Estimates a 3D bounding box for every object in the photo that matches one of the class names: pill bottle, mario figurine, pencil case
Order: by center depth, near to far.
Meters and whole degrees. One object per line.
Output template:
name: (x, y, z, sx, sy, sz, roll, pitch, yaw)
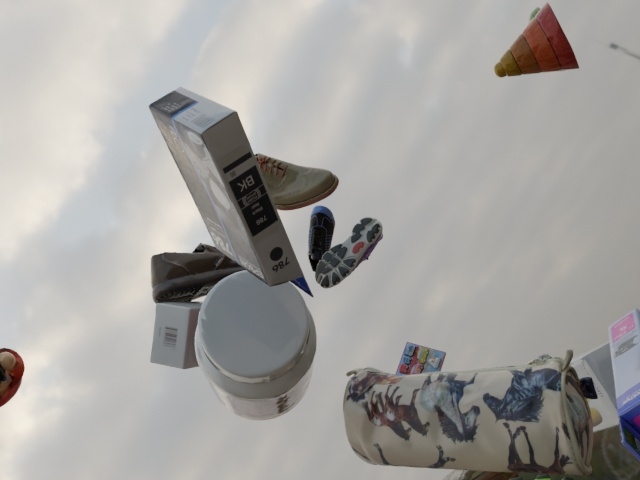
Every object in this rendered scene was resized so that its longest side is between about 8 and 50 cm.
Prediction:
pencil case: (0.226, 0.279, 1.198, 0.160, 0.410, 0.183, 23, -117, -54)
mario figurine: (-0.672, 0.241, 1.412, 0.320, 0.170, 0.198, 44, -130, -73)
pill bottle: (-0.120, 0.206, 1.415, 0.224, 0.224, 0.392, -47, -12, -18)

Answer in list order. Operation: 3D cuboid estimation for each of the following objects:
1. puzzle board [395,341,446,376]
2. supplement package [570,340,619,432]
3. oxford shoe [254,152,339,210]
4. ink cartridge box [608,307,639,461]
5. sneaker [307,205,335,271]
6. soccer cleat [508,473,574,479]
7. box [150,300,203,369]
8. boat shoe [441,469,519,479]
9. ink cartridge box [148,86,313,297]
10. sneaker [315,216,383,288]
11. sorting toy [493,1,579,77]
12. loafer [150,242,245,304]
puzzle board: (0.218, 0.297, 1.659, 0.128, 0.096, 0.011, -67, -29, -20)
supplement package: (0.529, 0.282, 1.416, 0.134, 0.139, 0.244, -23, -18, -19)
oxford shoe: (-0.125, -0.163, 1.943, 0.130, 0.348, 0.123, 67, -149, -42)
ink cartridge box: (0.456, 0.222, 0.941, 0.065, 0.186, 0.311, -45, -1, 27)
sneaker: (0.000, 0.000, 2.306, 0.090, 0.081, 0.232, -76, -11, -45)
soccer cleat: (0.344, 0.396, 0.993, 0.093, 0.289, 0.121, -43, 32, 50)
box: (-0.278, 0.202, 1.612, 0.170, 0.091, 0.130, 8, -92, -65)
boat shoe: (0.383, 0.642, 1.903, 0.111, 0.104, 0.307, -37, -11, -47)
ink cartridge box: (-0.124, -0.050, 1.062, 0.065, 0.165, 0.332, -37, -52, -20)
sneaker: (0.064, 0.034, 1.428, 0.170, 0.068, 0.071, -43, -32, -7)
sorting toy: (0.371, -0.339, 1.342, 0.126, 0.127, 0.365, -27, 7, 17)
loafer: (-0.244, 0.054, 1.748, 0.366, 0.130, 0.134, -7, -24, -47)
